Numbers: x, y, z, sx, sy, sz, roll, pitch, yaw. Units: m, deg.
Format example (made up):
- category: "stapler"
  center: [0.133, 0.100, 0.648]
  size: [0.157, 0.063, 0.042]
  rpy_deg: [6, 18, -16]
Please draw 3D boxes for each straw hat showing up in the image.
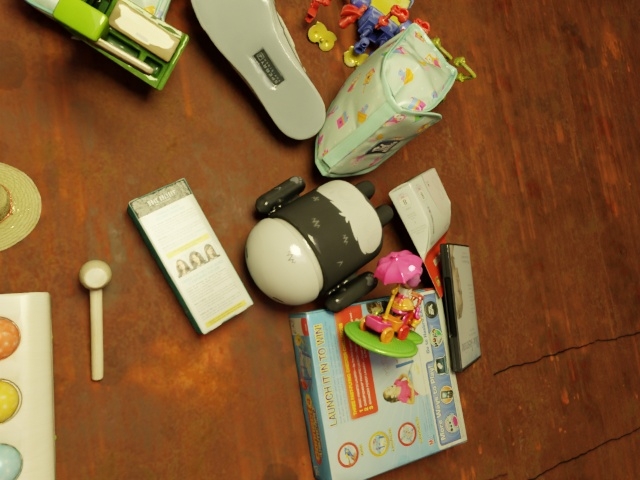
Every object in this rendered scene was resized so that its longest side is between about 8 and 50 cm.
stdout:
- category: "straw hat"
  center: [-0.487, -0.054, 0.704]
  size: [0.144, 0.061, 0.145]
  rpy_deg: [4, 80, -24]

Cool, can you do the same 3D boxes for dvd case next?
- category: "dvd case"
  center: [0.296, 0.133, 1.019]
  size: [0.180, 0.022, 0.253]
  rpy_deg: [5, 80, -61]

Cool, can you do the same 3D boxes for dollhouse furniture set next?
- category: "dollhouse furniture set"
  center: [-0.218, -0.385, 0.677]
  size: [0.151, 0.197, 0.302]
  rpy_deg: [28, 93, -26]

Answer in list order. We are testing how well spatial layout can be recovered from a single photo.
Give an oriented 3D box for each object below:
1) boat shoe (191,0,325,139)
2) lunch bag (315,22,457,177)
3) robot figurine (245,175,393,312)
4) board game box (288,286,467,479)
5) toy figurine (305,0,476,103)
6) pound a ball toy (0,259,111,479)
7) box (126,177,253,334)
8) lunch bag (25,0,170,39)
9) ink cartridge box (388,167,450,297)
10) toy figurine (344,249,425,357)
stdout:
- category: "boat shoe"
  center: [-0.109, -0.364, 0.894]
  size: [0.135, 0.156, 0.367]
  rpy_deg: [-33, 112, 7]
- category: "lunch bag"
  center: [0.110, -0.242, 0.901]
  size: [0.160, 0.223, 0.262]
  rpy_deg: [42, 47, -14]
- category: "robot figurine"
  center: [-0.002, -0.001, 0.873]
  size: [0.278, 0.209, 0.174]
  rpy_deg: [-33, 134, -27]
- category: "board game box"
  center: [0.114, 0.265, 0.930]
  size: [0.301, 0.086, 0.309]
  rpy_deg: [-6, 84, -26]
- category: "toy figurine"
  center: [0.167, -0.477, 1.026]
  size: [0.362, 0.191, 0.217]
  rpy_deg: [24, 67, -22]
- category: "pound a ball toy"
  center: [-0.395, 0.185, 0.669]
  size: [0.208, 0.135, 0.320]
  rpy_deg: [-1, 83, -26]
- category: "box"
  center: [-0.220, 0.028, 0.820]
  size: [0.100, 0.060, 0.244]
  rpy_deg: [-30, 95, -27]
- category: "lunch bag"
  center: [-0.337, -0.452, 0.780]
  size: [0.224, 0.108, 0.279]
  rpy_deg: [22, 95, -27]
- category: "ink cartridge box"
  center: [0.241, -0.025, 1.008]
  size: [0.232, 0.066, 0.189]
  rpy_deg: [60, 32, -1]
- category: "toy figurine"
  center: [0.137, 0.096, 0.826]
  size: [0.173, 0.130, 0.159]
  rpy_deg: [6, 104, -46]
